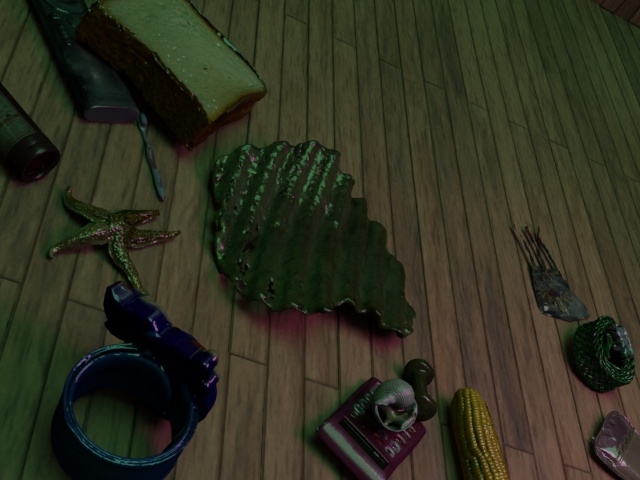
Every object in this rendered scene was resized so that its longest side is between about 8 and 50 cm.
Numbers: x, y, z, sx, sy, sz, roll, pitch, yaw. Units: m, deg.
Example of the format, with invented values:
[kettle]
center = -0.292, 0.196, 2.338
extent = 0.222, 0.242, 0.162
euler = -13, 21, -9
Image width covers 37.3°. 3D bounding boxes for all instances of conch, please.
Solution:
[conch]
center = 0.105, 0.248, 1.415
extent = 0.085, 0.056, 0.076
euler = -16, 84, -33

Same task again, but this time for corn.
[corn]
center = 0.248, 0.324, 1.485
extent = 0.072, 0.072, 0.203
euler = 17, 41, -25

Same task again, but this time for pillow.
[pillow]
center = 0.581, 0.412, 1.680
extent = 0.232, 0.038, 0.130
euler = 45, 43, 6

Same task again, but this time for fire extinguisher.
[fire extinguisher]
center = -0.479, -0.201, 1.428
extent = 0.231, 0.099, 0.071
euler = 49, 17, 13

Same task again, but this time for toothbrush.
[toothbrush]
center = -0.283, -0.141, 1.585
extent = 0.013, 0.019, 0.193
euler = 6, 49, -35

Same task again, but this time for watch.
[watch]
center = -0.238, 0.199, 1.173
extent = 0.196, 0.171, 0.200
euler = 32, 48, 12

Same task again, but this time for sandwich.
[sandwich]
center = -0.256, -0.325, 1.705
extent = 0.301, 0.099, 0.271
euler = 46, 28, 1

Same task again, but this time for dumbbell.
[dumbbell]
center = 0.157, 0.236, 1.502
extent = 0.052, 0.046, 0.118
euler = 42, 21, -14

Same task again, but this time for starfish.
[starfish]
center = -0.306, -0.005, 1.415
extent = 0.223, 0.050, 0.217
euler = -21, 73, -42

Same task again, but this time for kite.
[kite]
center = 0.469, 0.065, 1.965
extent = 0.141, 0.015, 0.245
euler = 9, 50, -33

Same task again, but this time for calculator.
[calculator]
center = 0.079, 0.288, 1.419
extent = 0.126, 0.034, 0.190
euler = 44, 33, 10

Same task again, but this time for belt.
[belt]
center = 0.537, 0.219, 1.819
extent = 0.121, 0.079, 0.151
euler = 32, 48, -23

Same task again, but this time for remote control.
[remote control]
center = -0.431, -0.356, 1.669
extent = 0.107, 0.044, 0.378
euler = 1, 51, -45

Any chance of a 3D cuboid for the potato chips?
[potato chips]
center = -0.003, -0.006, 1.603
extent = 0.373, 0.097, 0.389
euler = 11, 46, -32
